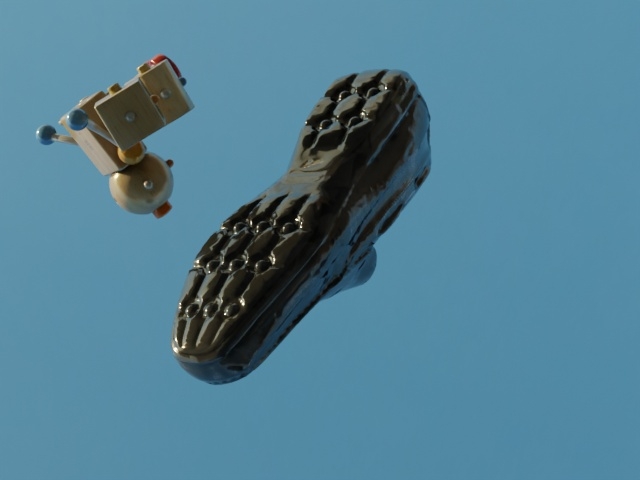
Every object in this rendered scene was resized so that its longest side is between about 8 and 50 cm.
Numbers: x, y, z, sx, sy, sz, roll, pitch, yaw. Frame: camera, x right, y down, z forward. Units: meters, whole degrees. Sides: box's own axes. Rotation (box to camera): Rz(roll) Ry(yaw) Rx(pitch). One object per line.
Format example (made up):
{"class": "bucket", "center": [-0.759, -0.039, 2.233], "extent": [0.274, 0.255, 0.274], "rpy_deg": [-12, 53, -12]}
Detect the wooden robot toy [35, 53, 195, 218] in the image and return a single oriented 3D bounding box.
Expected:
{"class": "wooden robot toy", "center": [-0.097, -0.052, 1.099], "extent": [0.076, 0.173, 0.079], "rpy_deg": [-34, -81, -16]}

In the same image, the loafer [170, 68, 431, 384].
{"class": "loafer", "center": [0.000, 0.000, 1.043], "extent": [0.076, 0.078, 0.223], "rpy_deg": [0, -139, 38]}
